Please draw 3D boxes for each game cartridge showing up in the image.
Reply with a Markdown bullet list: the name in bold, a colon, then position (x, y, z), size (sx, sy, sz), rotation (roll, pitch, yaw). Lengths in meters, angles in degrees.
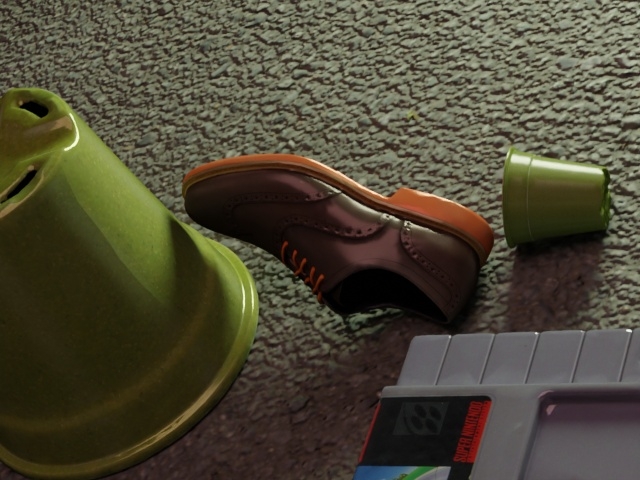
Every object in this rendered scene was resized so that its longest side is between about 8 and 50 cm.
- **game cartridge**: position (0.117, 0.210, 1.308), size (0.230, 0.068, 0.355), rotation (-1, 48, 26)

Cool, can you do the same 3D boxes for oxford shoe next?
- **oxford shoe**: position (0.000, 0.000, 1.535), size (0.271, 0.097, 0.098), rotation (12, 59, 20)

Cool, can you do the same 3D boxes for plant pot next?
- **plant pot**: position (-0.230, 0.019, 1.574), size (0.276, 0.254, 0.276), rotation (-18, 41, 16)
- **plant pot**: position (0.193, -0.034, 1.509), size (0.079, 0.083, 0.083), rotation (1, 47, 16)
